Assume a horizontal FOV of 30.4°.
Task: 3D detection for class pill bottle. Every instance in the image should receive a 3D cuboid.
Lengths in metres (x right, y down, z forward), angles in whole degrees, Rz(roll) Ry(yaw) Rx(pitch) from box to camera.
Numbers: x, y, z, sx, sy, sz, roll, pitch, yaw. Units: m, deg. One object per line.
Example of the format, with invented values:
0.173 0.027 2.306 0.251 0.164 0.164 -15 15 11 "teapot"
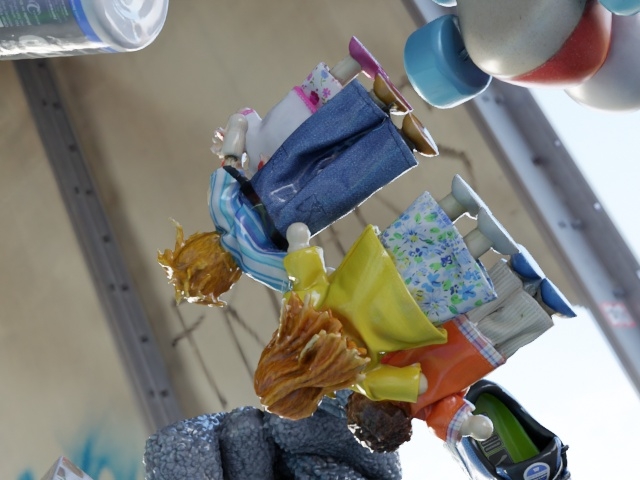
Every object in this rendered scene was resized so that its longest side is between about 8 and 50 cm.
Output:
-0.163 -0.143 0.674 0.137 0.078 0.078 1 -17 26 "pill bottle"

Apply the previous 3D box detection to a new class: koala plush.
0.012 0.214 0.903 0.196 0.221 0.203 -34 -24 3 "koala plush"

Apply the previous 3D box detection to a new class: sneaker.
0.253 0.311 1.441 0.130 0.330 0.147 -32 -10 -12 "sneaker"

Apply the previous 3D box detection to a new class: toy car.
0.228 -0.193 0.984 0.238 0.210 0.219 25 -34 -35 "toy car"

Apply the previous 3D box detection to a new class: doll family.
0.000 0.000 0.640 0.163 0.263 0.118 -40 -28 10 "doll family"

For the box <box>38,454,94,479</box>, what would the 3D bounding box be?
-0.158 0.199 0.677 0.067 0.063 0.324 -50 8 -4 "box"
